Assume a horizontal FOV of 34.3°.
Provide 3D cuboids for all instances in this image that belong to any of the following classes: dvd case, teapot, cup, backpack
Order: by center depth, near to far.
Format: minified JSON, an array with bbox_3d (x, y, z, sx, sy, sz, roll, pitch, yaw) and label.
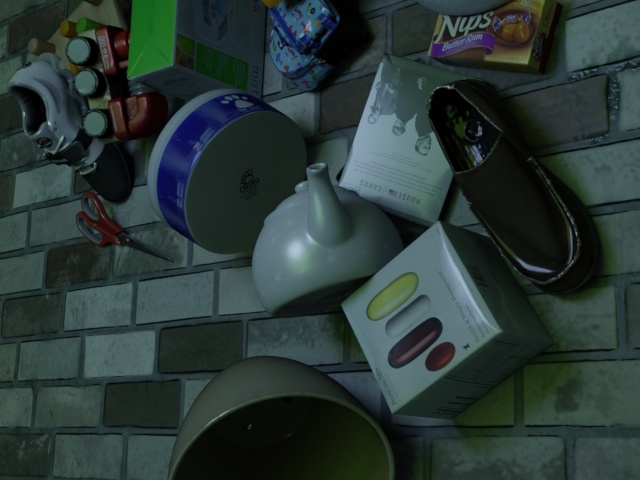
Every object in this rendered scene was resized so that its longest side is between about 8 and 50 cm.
[{"bbox_3d":[-0.076,0.305,1.572,0.331,0.331,0.237,-57,24,16],"label":"cup"},{"bbox_3d":[0.000,0.000,1.586,0.256,0.253,0.187,-28,73,34],"label":"teapot"},{"bbox_3d":[0.140,-0.156,1.610,0.179,0.030,0.238,21,94,23],"label":"dvd case"},{"bbox_3d":[-0.025,-0.353,1.781,0.173,0.117,0.158,-44,54,29],"label":"backpack"}]

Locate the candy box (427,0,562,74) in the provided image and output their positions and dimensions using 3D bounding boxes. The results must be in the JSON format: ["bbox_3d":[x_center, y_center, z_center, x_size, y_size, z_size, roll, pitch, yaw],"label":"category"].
[{"bbox_3d":[0.260,-0.316,1.562,0.187,0.053,0.109,16,90,41],"label":"candy box"}]

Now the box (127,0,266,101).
[{"bbox_3d":[-0.220,-0.393,1.883,0.127,0.231,0.261,-7,75,40],"label":"box"}]

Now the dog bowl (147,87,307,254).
[{"bbox_3d":[-0.152,-0.114,1.735,0.104,0.265,0.264,32,101,38],"label":"dog bowl"}]

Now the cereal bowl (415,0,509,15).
[{"bbox_3d":[0.222,-0.518,1.548,0.339,0.141,0.338,-16,61,32],"label":"cereal bowl"}]

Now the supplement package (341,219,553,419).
[{"bbox_3d":[0.175,0.117,1.469,0.203,0.149,0.194,-43,55,25],"label":"supplement package"}]

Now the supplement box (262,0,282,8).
[{"bbox_3d":[-0.049,-0.598,1.721,0.195,0.194,0.356,-24,40,35],"label":"supplement box"}]

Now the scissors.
[{"bbox_3d":[-0.398,0.003,2.090,0.297,0.021,0.109,35,126,28],"label":"scissors"}]

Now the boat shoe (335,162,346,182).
[{"bbox_3d":[0.087,-0.135,1.673,0.152,0.049,0.056,-47,53,23],"label":"boat shoe"}]

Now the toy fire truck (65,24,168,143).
[{"bbox_3d":[-0.328,-0.313,1.986,0.247,0.158,0.217,-12,91,18],"label":"toy fire truck"}]

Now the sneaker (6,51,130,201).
[{"bbox_3d":[-0.512,-0.199,2.063,0.122,0.146,0.330,-22,107,37],"label":"sneaker"}]

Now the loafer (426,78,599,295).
[{"bbox_3d":[0.246,-0.078,1.450,0.134,0.130,0.366,-44,63,25],"label":"loafer"}]

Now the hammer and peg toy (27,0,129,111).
[{"bbox_3d":[-0.484,-0.340,2.174,0.266,0.127,0.361,-38,58,29],"label":"hammer and peg toy"}]
